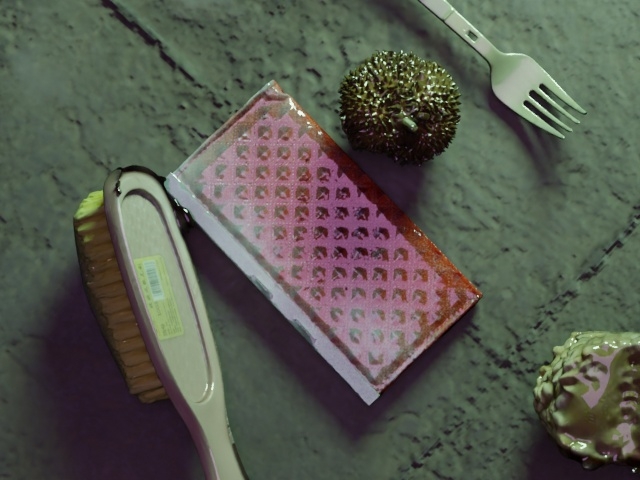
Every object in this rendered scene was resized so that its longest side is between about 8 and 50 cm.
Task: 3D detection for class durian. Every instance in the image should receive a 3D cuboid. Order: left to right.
[{"bbox_3d":[0.051,-0.080,1.099,0.080,0.091,0.080,-4,111,-11],"label":"durian"}]

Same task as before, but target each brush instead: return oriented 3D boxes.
[{"bbox_3d":[-0.089,0.107,1.115,0.067,0.072,0.312,-19,90,32],"label":"brush"}]

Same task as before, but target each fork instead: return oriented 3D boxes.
[{"bbox_3d":[0.081,-0.142,1.135,0.219,0.028,0.034,42,97,9],"label":"fork"}]

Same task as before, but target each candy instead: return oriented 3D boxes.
[{"bbox_3d":[0.179,0.094,1.070,0.095,0.110,0.085,9,92,2],"label":"candy"}]

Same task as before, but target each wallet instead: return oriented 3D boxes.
[{"bbox_3d":[0.000,0.000,1.130,0.103,0.020,0.196,-44,85,1],"label":"wallet"}]
